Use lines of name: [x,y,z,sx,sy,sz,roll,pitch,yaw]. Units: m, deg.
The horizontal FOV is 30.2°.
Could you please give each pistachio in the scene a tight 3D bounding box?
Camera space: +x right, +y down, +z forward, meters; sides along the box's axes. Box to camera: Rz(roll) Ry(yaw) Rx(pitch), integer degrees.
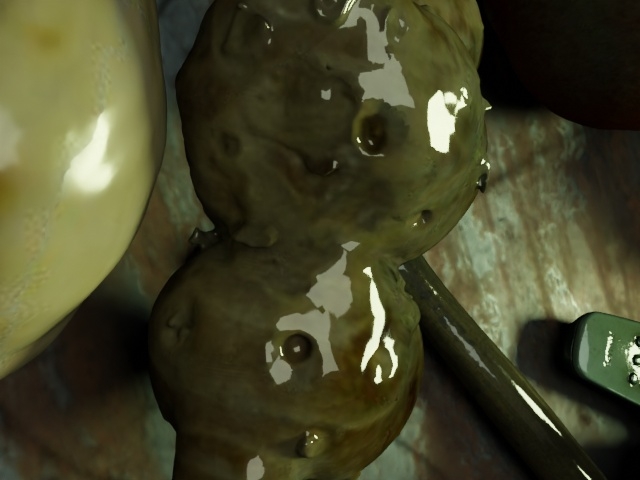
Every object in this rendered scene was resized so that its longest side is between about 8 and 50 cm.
pistachio: [-0.187,-0.083,0.619,0.238,0.229,0.321,26,62,-61]

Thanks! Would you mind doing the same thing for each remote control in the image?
remote control: [0.282,0.113,0.953,0.222,0.042,0.072,22,74,-26]

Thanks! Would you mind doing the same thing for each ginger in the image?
ginger: [0.000,0.000,0.672,0.176,0.256,0.375,12,85,12]

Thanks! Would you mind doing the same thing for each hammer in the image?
hammer: [0.133,0.118,0.872,0.168,0.044,0.440,-45,106,-23]

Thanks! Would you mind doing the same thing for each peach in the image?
peach: [0.233,-0.203,0.859,0.252,0.252,0.253,4,83,-28]
